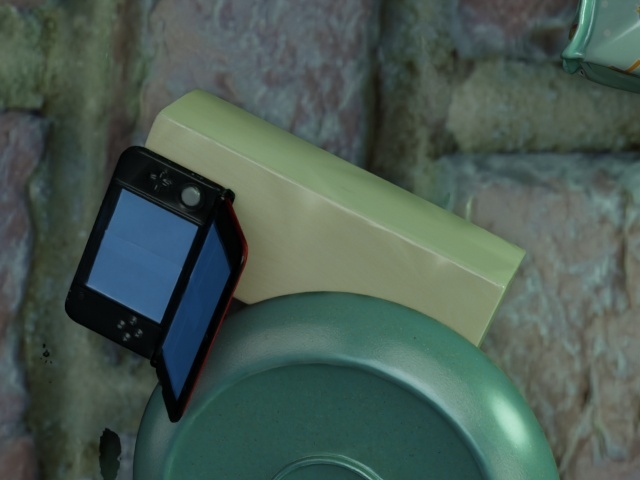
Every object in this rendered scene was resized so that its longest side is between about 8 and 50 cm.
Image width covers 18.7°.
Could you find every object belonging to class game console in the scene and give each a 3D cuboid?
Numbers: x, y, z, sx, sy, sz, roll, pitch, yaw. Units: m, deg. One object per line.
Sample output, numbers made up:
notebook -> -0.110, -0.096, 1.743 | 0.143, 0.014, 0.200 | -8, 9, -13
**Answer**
game console -> -0.115, 0.028, 1.330 | 0.124, 0.085, 0.144 | 27, 112, 7

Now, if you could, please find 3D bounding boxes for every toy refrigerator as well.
toy refrigerator -> 0.000, 0.000, 1.385 | 0.269, 0.094, 0.102 | 26, 113, 7

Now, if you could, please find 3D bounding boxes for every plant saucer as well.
plant saucer -> 0.010, 0.193, 1.364 | 0.317, 0.044, 0.318 | 5, 107, 16

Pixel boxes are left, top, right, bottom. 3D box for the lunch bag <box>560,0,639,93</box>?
lunch bag -> 0.294, -0.221, 1.323 | 0.223, 0.160, 0.262 | 12, 89, 9
